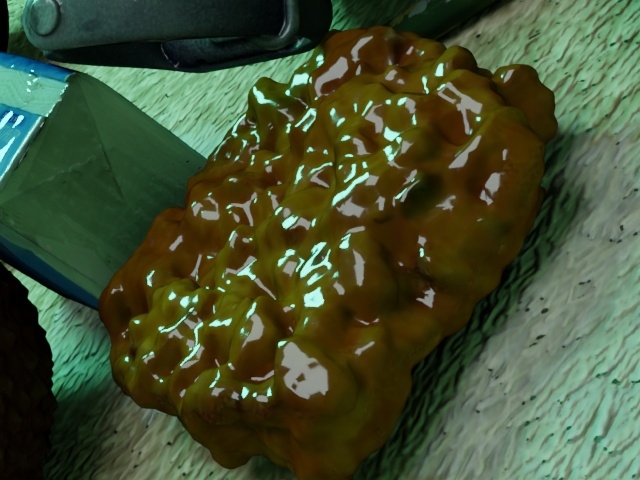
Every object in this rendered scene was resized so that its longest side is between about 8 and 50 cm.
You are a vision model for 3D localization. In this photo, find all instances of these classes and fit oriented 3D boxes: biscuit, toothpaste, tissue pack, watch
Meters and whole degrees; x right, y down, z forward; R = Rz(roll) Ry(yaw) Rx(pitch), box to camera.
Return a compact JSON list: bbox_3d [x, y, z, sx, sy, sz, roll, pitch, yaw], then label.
[{"bbox_3d":[0.000,0.000,1.202,0.312,0.110,0.318,-54,27,-9],"label":"biscuit"},{"bbox_3d":[0.094,-0.172,1.345,0.204,0.031,0.049,-30,35,36],"label":"toothpaste"},{"bbox_3d":[-0.199,-0.040,1.433,0.146,0.198,0.263,-57,29,-7],"label":"tissue pack"},{"bbox_3d":[-0.095,-0.159,1.314,0.206,0.193,0.068,-4,90,32],"label":"watch"}]

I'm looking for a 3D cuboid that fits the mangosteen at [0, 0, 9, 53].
[{"bbox_3d":[-0.461,-0.216,1.891,0.330,0.330,0.330,-34,34,27],"label":"mangosteen"}]

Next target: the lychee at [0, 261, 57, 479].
[{"bbox_3d":[-0.329,0.115,1.369,0.275,0.275,0.304,-41,67,18],"label":"lychee"}]
